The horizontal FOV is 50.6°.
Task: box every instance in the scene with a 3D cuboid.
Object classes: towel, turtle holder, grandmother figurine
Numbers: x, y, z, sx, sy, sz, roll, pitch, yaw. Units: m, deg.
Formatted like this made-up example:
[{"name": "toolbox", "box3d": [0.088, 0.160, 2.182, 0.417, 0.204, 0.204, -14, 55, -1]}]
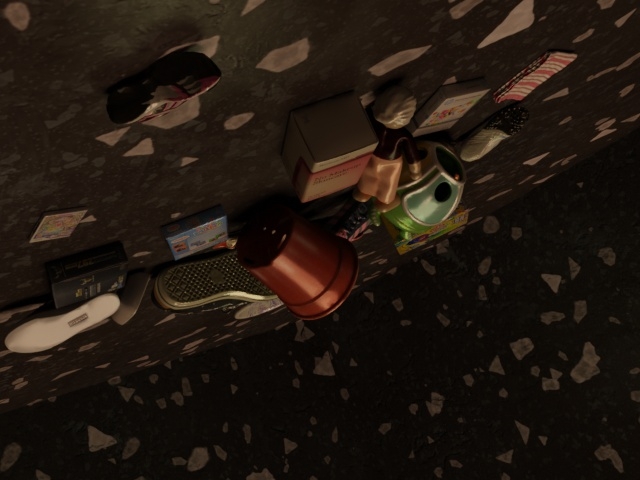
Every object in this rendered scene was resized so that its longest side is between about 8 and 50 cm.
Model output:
[{"name": "towel", "box3d": [0.557, -0.423, 1.758, 0.144, 0.029, 0.197, -14, 164, -42]}, {"name": "turtle holder", "box3d": [0.238, -0.174, 1.813, 0.227, 0.320, 0.243, -33, -163, 37]}, {"name": "grandmother figurine", "box3d": [0.144, -0.214, 1.546, 0.342, 0.208, 0.104, 102, 10, -54]}]

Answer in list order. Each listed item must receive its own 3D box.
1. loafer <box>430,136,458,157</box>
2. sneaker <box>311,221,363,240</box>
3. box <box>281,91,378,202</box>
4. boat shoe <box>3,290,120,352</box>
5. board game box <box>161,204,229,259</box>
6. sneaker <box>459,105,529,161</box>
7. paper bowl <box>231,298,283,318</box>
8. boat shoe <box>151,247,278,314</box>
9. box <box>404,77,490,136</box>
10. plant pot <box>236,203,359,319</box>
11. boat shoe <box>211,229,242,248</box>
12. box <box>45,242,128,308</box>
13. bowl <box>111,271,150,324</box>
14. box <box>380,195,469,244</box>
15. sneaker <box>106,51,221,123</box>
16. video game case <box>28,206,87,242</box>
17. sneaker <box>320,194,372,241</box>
[{"name": "loafer", "box3d": [0.358, -0.265, 1.986, 0.096, 0.084, 0.267, 5, 173, 19]}, {"name": "sneaker", "box3d": [0.001, 0.000, 2.291, 0.314, 0.115, 0.136, -13, 168, -36]}, {"name": "box", "box3d": [0.014, -0.194, 1.458, 0.149, 0.126, 0.232, -21, 168, -14]}, {"name": "boat shoe", "box3d": [-0.695, 0.195, 1.810, 0.301, 0.102, 0.108, -28, 131, -23]}, {"name": "board game box", "box3d": [-0.322, -0.017, 1.773, 0.160, 0.039, 0.211, -22, 168, -12]}, {"name": "sneaker", "box3d": [0.512, -0.323, 2.010, 0.237, 0.085, 0.086, -36, -170, 32]}, {"name": "paper bowl", "box3d": [-0.214, 0.172, 2.523, 0.284, 0.148, 0.284, -23, 168, -5]}, {"name": "boat shoe", "box3d": [-0.303, 0.132, 2.135, 0.500, 0.186, 0.156, -8, 165, -39]}, {"name": "box", "box3d": [0.310, -0.326, 1.677, 0.145, 0.038, 0.186, -18, 165, -29]}, {"name": "plant pot", "box3d": [-0.078, 0.046, 1.894, 0.272, 0.272, 0.265, -30, 137, 23]}, {"name": "boat shoe", "box3d": [-0.255, 0.002, 1.975, 0.137, 0.043, 0.049, -18, 168, -22]}, {"name": "box", "box3d": [-0.580, 0.091, 1.690, 0.184, 0.059, 0.232, -17, 166, -24]}, {"name": "bowl", "box3d": [-0.547, 0.159, 1.923, 0.053, 0.142, 0.142, 29, 145, -23]}, {"name": "box", "box3d": [0.359, -0.101, 2.399, 0.279, 0.177, 0.290, -27, 168, 6]}, {"name": "sneaker", "box3d": [-0.232, -0.229, 1.025, 0.178, 0.071, 0.077, -18, -179, 9]}, {"name": "video game case", "box3d": [-0.534, -0.032, 1.375, 0.087, 0.011, 0.122, -13, 164, -42]}, {"name": "sneaker", "box3d": [0.084, -0.042, 2.086, 0.319, 0.112, 0.131, -44, -167, 14]}]
